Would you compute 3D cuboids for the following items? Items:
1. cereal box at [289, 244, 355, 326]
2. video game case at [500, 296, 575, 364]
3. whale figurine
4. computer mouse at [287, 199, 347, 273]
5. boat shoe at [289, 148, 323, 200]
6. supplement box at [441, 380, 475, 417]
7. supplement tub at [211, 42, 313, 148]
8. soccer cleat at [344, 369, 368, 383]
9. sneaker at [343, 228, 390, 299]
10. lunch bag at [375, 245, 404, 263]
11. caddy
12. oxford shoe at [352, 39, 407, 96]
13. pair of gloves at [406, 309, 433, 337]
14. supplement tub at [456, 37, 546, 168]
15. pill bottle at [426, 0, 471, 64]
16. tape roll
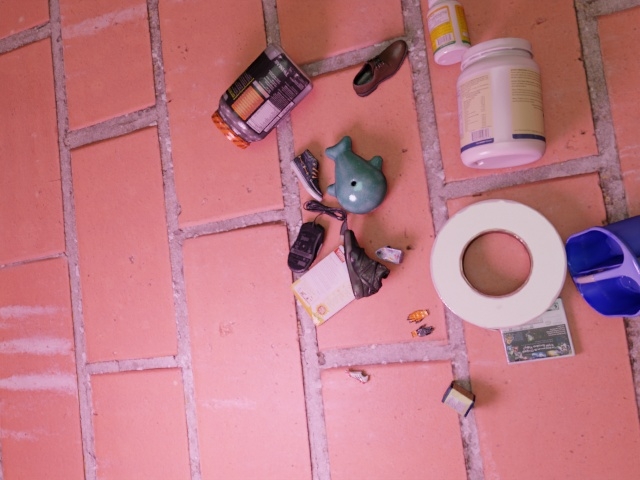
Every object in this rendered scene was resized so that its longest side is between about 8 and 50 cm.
[{"bbox_3d":[0.036,0.153,1.706,0.240,0.047,0.173,-38,77,12],"label":"cereal box"},{"bbox_3d":[0.640,0.272,1.503,0.190,0.022,0.173,-13,83,18],"label":"video game case"},{"bbox_3d":[0.105,-0.218,1.649,0.216,0.141,0.272,-30,78,16],"label":"whale figurine"},{"bbox_3d":[0.000,0.000,1.723,0.184,0.060,0.262,13,80,24],"label":"computer mouse"},{"bbox_3d":[-0.028,-0.228,1.736,0.083,0.065,0.183,-39,75,15],"label":"boat shoe"},{"bbox_3d":[0.422,0.484,1.536,0.083,0.083,0.056,31,97,17],"label":"supplement box"},{"bbox_3d":[-0.205,-0.490,1.736,0.338,0.207,0.207,-42,75,13],"label":"supplement tub"},{"bbox_3d":[0.121,0.447,1.675,0.083,0.029,0.036,25,87,16],"label":"soccer cleat"},{"bbox_3d":[0.146,0.066,1.620,0.130,0.087,0.228,-14,78,-4],"label":"sneaker"},{"bbox_3d":[0.225,0.044,1.632,0.083,0.071,0.053,12,89,20],"label":"lunch bag"},{"bbox_3d":[0.768,0.074,1.314,0.179,0.341,0.241,-21,80,-1],"label":"caddy"},{"bbox_3d":[0.197,-0.575,1.658,0.227,0.096,0.083,-46,73,10],"label":"oxford shoe"},{"bbox_3d":[0.321,0.270,1.621,0.074,0.010,0.083,-20,82,17],"label":"pair of gloves"},{"bbox_3d":[0.520,-0.388,1.461,0.235,0.235,0.325,-3,86,19],"label":"supplement tub"},{"bbox_3d":[0.398,-0.674,1.579,0.117,0.117,0.209,-12,84,18],"label":"pill bottle"},{"bbox_3d":[0.528,0.072,1.512,0.391,0.072,0.392,-2,84,20],"label":"tape roll"}]
